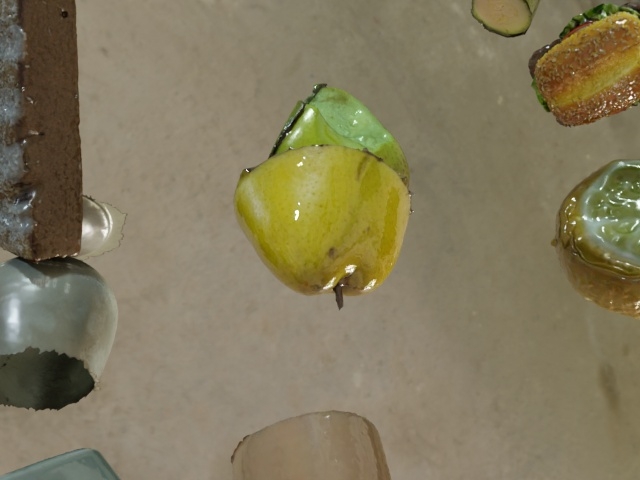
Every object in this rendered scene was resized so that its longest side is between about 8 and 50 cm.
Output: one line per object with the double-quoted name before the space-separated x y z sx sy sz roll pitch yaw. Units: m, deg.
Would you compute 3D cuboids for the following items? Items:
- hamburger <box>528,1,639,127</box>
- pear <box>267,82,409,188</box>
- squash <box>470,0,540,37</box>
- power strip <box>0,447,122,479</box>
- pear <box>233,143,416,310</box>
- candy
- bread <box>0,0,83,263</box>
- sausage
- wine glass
"hamburger" 0.340 -0.213 0.968 0.137 0.166 0.087 57 36 -11
"pear" 0.048 -0.153 1.485 0.292 0.159 0.292 19 44 -19
"squash" 0.291 -0.394 1.117 0.095 0.095 0.188 37 70 -23
"power strip" -0.235 0.230 0.423 0.059 0.265 0.193 48 17 16
"pear" 0.003 0.000 1.090 0.267 0.267 0.178 32 36 -25
"candy" 0.472 -0.007 1.135 0.260 0.259 0.118 -56 142 -27
"bread" -0.427 -0.187 1.135 0.113 0.165 0.417 -9 106 -44
"sausage" 0.009 0.247 0.531 0.123 0.123 0.253 23 33 -29
"wine glass" -0.430 0.090 1.235 0.238 0.238 0.323 18 46 -30
